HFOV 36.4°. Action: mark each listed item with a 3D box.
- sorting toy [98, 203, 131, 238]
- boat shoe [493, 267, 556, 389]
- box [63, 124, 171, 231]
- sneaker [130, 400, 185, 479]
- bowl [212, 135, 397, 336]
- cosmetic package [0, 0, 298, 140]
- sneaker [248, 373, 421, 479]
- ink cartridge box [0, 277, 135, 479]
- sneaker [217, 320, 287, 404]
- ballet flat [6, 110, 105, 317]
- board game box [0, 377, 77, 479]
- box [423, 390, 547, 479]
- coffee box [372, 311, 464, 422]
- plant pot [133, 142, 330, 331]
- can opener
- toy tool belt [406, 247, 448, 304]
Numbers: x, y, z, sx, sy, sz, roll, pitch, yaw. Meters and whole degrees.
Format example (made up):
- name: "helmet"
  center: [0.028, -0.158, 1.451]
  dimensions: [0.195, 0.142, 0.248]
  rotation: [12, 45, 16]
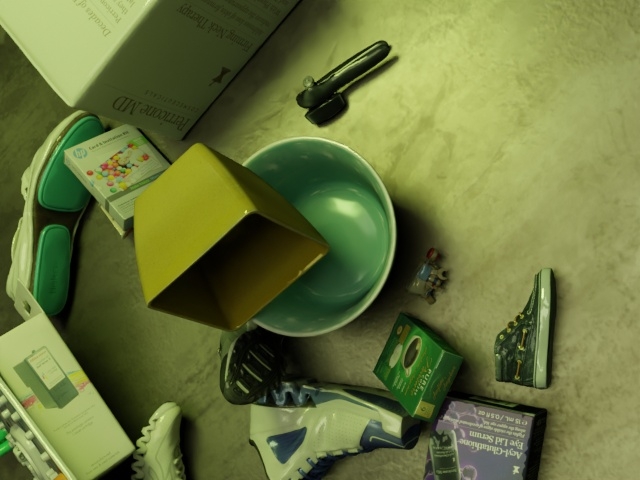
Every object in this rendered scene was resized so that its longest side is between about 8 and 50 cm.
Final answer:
- name: "sorting toy"
  center: [-0.359, -0.060, 1.766]
  dimensions: [0.083, 0.045, 0.075]
  rotation: [51, 143, 18]
- name: "boat shoe"
  center: [0.307, 0.130, 1.467]
  dimensions: [0.083, 0.065, 0.183]
  rotation: [4, 88, 22]
- name: "box"
  center: [-0.346, -0.117, 1.739]
  dimensions: [0.186, 0.145, 0.038]
  rotation: [46, 145, 21]
- name: "sneaker"
  center: [-0.270, 0.423, 1.680]
  dimensions: [0.118, 0.110, 0.292]
  rotation: [13, 93, 10]
- name: "bowl"
  center: [0.000, 0.000, 1.560]
  dimensions: [0.312, 0.163, 0.311]
  rotation: [-3, 83, 23]
- name: "cosmetic package"
  center: [-0.292, -0.438, 1.637]
  dimensions: [0.393, 0.329, 0.327]
  rotation: [-47, 70, 13]
- name: "sneaker"
  center: [0.009, 0.321, 1.558]
  dimensions: [0.316, 0.127, 0.182]
  rotation: [7, 91, 31]
- name: "ink cartridge box"
  center: [-0.474, 0.258, 1.669]
  dimensions: [0.119, 0.207, 0.353]
  rotation: [-33, 84, -25]
- name: "sneaker"
  center: [-0.117, 0.182, 1.562]
  dimensions: [0.108, 0.271, 0.100]
  rotation: [-38, 107, 22]
- name: "ballet flat"
  center: [-0.513, -0.056, 1.814]
  dimensions: [0.139, 0.139, 0.400]
  rotation: [15, 94, 24]
- name: "board game box"
  center: [-0.491, 0.375, 1.639]
  dimensions: [0.050, 0.390, 0.390]
  rotation: [-34, 65, -26]
- name: "box"
  center: [0.242, 0.341, 1.453]
  dimensions: [0.153, 0.108, 0.207]
  rotation: [7, 88, 23]
- name: "coffee box"
  center: [0.146, 0.191, 1.482]
  dimensions: [0.040, 0.184, 0.113]
  rotation: [22, 95, -20]
- name: "plant pot"
  center: [-0.152, -0.016, 1.440]
  dimensions: [0.212, 0.212, 0.187]
  rotation: [-41, 58, 15]
- name: "can opener"
  center: [0.038, -0.276, 1.636]
  dimensions: [0.186, 0.073, 0.059]
  rotation: [-38, 33, 13]
- name: "toy tool belt"
  center: [0.177, 0.058, 1.546]
  dimensions: [0.051, 0.052, 0.083]
  rotation: [29, 101, -8]
